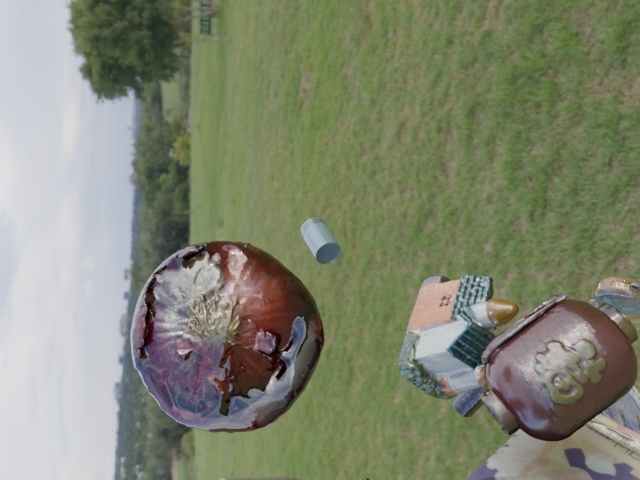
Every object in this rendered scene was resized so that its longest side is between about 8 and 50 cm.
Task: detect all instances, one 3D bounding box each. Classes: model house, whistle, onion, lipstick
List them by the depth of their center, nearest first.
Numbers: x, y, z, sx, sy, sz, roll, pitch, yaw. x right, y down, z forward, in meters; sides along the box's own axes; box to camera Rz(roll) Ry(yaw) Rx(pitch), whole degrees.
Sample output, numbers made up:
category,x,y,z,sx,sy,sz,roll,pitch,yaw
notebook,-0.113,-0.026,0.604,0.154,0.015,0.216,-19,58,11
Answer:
category,x,y,z,sx,sy,sz,roll,pitch,yaw
onion,-0.131,0.137,0.890,0.195,0.272,0.272,142,128,-82
whistle,0.636,0.132,1.325,0.220,0.107,0.057,93,-159,-63
model house,0.349,0.206,1.371,0.301,0.190,0.271,-29,30,54
lipstick,0.498,0.407,1.794,0.300,0.081,0.081,-59,28,28

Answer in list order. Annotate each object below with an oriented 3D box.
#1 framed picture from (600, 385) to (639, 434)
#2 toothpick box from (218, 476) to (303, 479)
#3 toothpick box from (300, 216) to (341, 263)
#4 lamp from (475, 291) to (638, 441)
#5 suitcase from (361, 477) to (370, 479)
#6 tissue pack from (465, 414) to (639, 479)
category,x,y,z,sx,sy,sz,roll,pitch,yaw
framed picture,0.849,0.492,1.703,0.216,0.016,0.273,-109,7,-48
toothpick box,-0.125,0.550,1.265,0.111,0.180,0.111,-28,56,51
toothpick box,0.000,0.000,1.129,0.083,0.052,0.052,-121,33,-48
lamp,0.357,0.185,0.916,0.180,0.258,0.180,52,178,2
suitcase,0.071,0.583,1.335,0.059,0.126,0.086,44,129,33
tissue pack,0.412,0.432,1.038,0.242,0.343,0.125,24,130,46
